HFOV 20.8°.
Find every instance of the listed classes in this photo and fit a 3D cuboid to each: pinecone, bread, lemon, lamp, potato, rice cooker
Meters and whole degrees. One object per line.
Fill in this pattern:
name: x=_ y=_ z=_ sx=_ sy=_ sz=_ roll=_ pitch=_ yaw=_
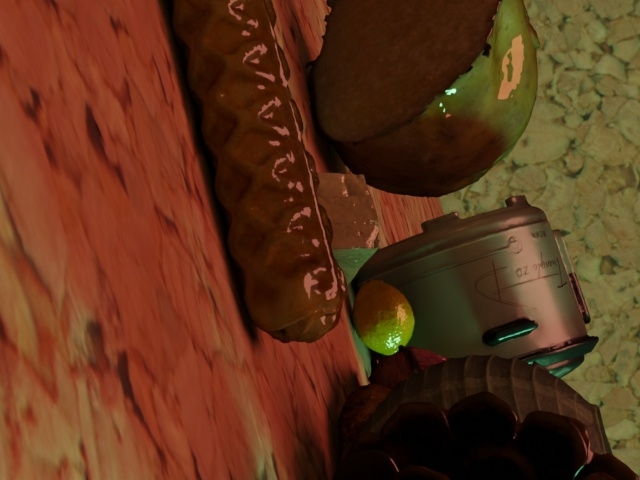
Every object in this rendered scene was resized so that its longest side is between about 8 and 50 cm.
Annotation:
pinecone: x=0.079 y=0.213 z=1.056 sx=0.292 sy=0.246 sz=0.246 roll=-3 pitch=77 yaw=-65
bread: x=0.057 y=0.217 z=1.518 sx=0.193 sy=0.064 sz=0.193 roll=-13 pitch=90 yaw=-88
lemon: x=0.066 y=0.084 z=1.814 sx=0.065 sy=0.065 sz=0.092 roll=-29 pitch=101 yaw=-82
lamp: x=0.121 y=0.207 z=1.324 sx=0.233 sy=0.233 sz=0.265 roll=60 pitch=16 yaw=-62
potato: x=0.145 y=-0.176 z=2.028 sx=0.237 sy=0.289 sz=0.301 roll=43 pitch=50 yaw=-41
bread: x=-0.054 y=-0.102 z=1.282 sx=0.084 sy=0.077 sz=0.367 roll=30 pitch=46 yaw=-81
bread: x=-0.021 y=0.004 z=1.508 sx=0.152 sy=0.105 sz=0.077 roll=124 pitch=-41 yaw=-57
rice cooker: x=0.172 y=0.087 z=1.920 sx=0.280 sy=0.241 sz=0.227 roll=137 pitch=-64 yaw=-75

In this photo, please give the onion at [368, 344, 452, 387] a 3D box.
onion: x=0.131 y=0.215 z=1.642 sx=0.250 sy=0.111 sz=0.247 roll=136 pitch=-59 yaw=-77
